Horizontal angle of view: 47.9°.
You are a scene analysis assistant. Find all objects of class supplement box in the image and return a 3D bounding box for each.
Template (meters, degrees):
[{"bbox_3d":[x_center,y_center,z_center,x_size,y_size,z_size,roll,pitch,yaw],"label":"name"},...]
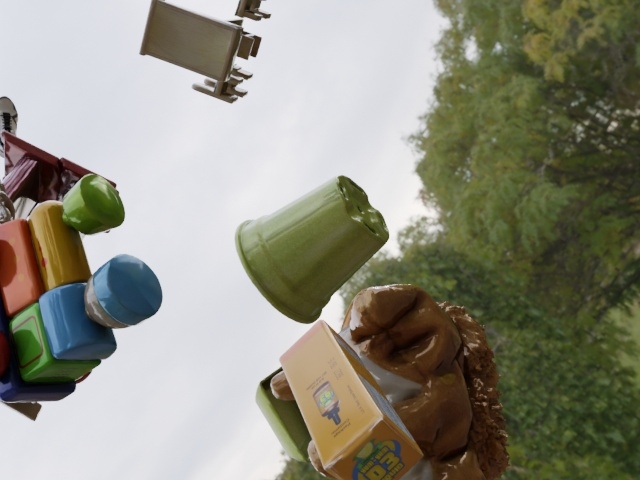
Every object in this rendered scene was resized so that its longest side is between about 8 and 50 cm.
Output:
[{"bbox_3d":[0.025,0.178,0.795,0.078,0.080,0.233,-43,21,2],"label":"supplement box"}]

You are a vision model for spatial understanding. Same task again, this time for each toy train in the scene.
[{"bbox_3d":[-0.221,-0.009,0.587,0.143,0.248,0.105,-32,-24,20],"label":"toy train"}]

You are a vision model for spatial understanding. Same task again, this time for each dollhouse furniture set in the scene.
[{"bbox_3d":[-0.211,-0.386,1.363,0.242,0.161,0.212,-63,-7,-69],"label":"dollhouse furniture set"},{"bbox_3d":[-0.395,0.065,0.951,0.374,0.152,0.201,124,169,-53],"label":"dollhouse furniture set"}]

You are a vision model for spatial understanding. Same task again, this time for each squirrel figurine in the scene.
[{"bbox_3d":[0.177,0.284,1.070,0.397,0.370,0.281,-1,-36,-48],"label":"squirrel figurine"}]

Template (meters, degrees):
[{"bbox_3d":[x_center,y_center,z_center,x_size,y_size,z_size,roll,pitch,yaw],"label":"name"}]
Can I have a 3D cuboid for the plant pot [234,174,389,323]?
[{"bbox_3d":[0.000,0.000,1.568,0.254,0.276,0.276,-37,-10,22],"label":"plant pot"}]

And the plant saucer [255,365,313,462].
[{"bbox_3d":[-0.067,0.369,1.532,0.045,0.188,0.188,-33,-6,15],"label":"plant saucer"}]

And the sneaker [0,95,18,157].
[{"bbox_3d":[-0.547,-0.200,1.261,0.040,0.044,0.109,-5,-89,-28],"label":"sneaker"}]

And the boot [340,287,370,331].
[{"bbox_3d":[0.068,0.236,1.268,0.211,0.104,0.295,-17,-61,-84],"label":"boot"}]
